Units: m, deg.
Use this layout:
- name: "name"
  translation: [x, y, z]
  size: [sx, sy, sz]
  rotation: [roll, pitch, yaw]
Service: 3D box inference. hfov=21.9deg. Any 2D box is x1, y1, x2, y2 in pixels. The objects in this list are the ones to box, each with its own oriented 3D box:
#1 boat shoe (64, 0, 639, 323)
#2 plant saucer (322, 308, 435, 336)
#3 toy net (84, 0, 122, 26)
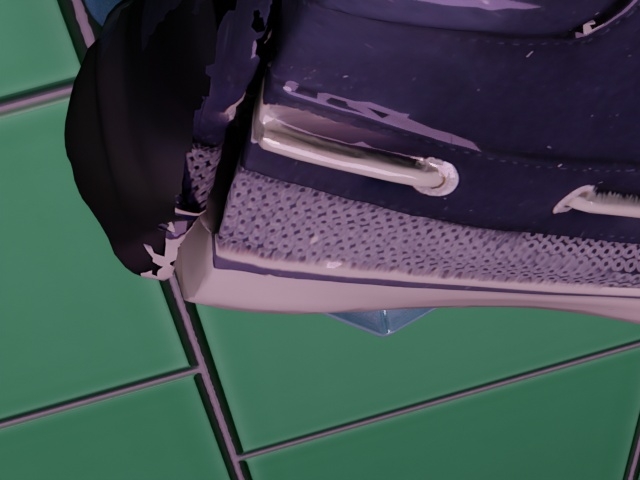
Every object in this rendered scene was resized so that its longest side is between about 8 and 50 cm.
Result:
- name: "boat shoe"
  translation: [0.113, -0.054, 0.455]
  size: [0.341, 0.127, 0.158]
  rotation: [-5, 155, -23]
- name: "plant saucer"
  translation: [0.000, 0.000, 0.699]
  size: [0.067, 0.018, 0.192]
  rotation: [-31, 148, 24]
- name: "toy net"
  translation: [0.026, -0.122, 0.472]
  size: [0.232, 0.045, 0.122]
  rotation: [-24, 149, 10]
